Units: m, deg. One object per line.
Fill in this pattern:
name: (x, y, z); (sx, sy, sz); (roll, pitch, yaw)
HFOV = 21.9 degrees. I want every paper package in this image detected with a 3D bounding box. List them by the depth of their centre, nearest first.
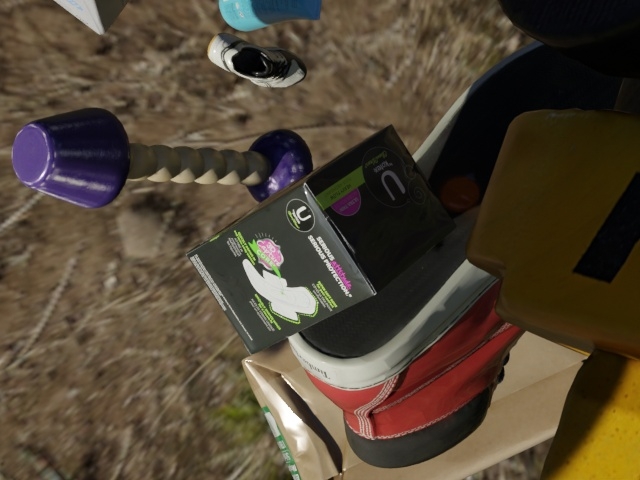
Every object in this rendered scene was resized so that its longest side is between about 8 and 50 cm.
paper package: (0.118, 0.114, 1.450); (0.309, 0.325, 0.168); (-27, 83, 5)

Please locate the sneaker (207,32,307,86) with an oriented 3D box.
sneaker: (-0.041, -0.124, 1.194); (0.083, 0.037, 0.032); (10, 107, -36)

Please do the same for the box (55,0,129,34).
box: (-0.146, -0.162, 0.706); (0.145, 0.186, 0.038); (37, 83, 1)

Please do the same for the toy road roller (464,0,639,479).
toy road roller: (0.162, 0.028, 0.306); (0.202, 0.329, 0.241); (20, 88, -31)

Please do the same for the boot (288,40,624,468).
boot: (0.098, 0.007, 0.817); (0.244, 0.176, 0.088); (-40, 61, -7)

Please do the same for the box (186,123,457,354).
box: (0.000, 0.000, 0.667); (0.083, 0.062, 0.052); (-28, 97, 47)

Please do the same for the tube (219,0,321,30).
tube: (-0.036, -0.222, 1.452); (0.052, 0.207, 0.080); (-1, 91, -20)

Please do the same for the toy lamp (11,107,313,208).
toy lamp: (-0.121, -0.063, 1.305); (0.080, 0.274, 0.080); (1, 92, 40)
